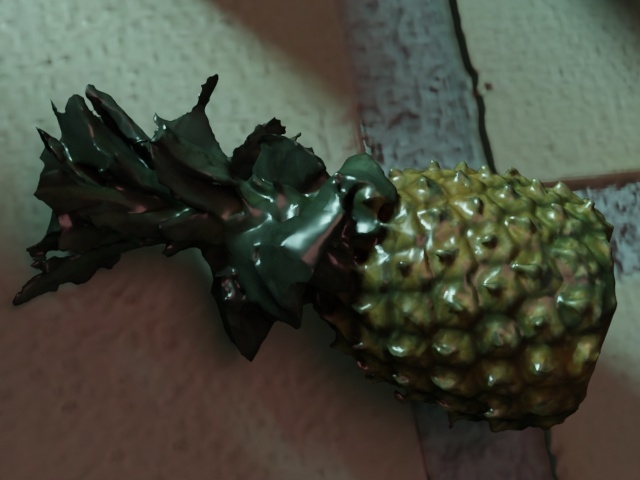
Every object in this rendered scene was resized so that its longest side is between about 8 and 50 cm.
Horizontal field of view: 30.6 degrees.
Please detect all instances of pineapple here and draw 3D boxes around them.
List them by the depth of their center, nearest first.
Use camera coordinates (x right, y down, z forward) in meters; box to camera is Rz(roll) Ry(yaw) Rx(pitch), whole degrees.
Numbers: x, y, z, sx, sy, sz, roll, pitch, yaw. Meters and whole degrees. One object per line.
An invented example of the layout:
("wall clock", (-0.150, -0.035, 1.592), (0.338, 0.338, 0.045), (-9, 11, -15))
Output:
("pineapple", (0.000, 0.000, 0.494), (0.251, 0.125, 0.125), (15, 69, -8))
